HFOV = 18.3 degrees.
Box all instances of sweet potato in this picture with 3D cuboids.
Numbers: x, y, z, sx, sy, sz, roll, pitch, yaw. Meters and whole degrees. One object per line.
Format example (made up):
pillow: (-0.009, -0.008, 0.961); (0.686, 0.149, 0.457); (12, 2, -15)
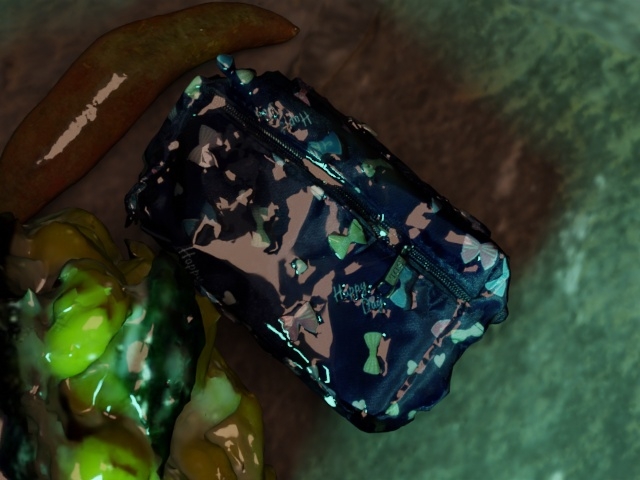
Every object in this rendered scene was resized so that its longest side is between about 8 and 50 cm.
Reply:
sweet potato: (-0.133, -0.097, 1.323); (0.255, 0.058, 0.078); (-38, 107, -11)

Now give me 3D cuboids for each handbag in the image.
handbag: (0.000, 0.000, 1.302); (0.260, 0.113, 0.162); (38, 88, -4)

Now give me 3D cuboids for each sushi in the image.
sushi: (-0.171, 0.129, 1.168); (0.285, 0.329, 0.328); (-8, 81, -2)
